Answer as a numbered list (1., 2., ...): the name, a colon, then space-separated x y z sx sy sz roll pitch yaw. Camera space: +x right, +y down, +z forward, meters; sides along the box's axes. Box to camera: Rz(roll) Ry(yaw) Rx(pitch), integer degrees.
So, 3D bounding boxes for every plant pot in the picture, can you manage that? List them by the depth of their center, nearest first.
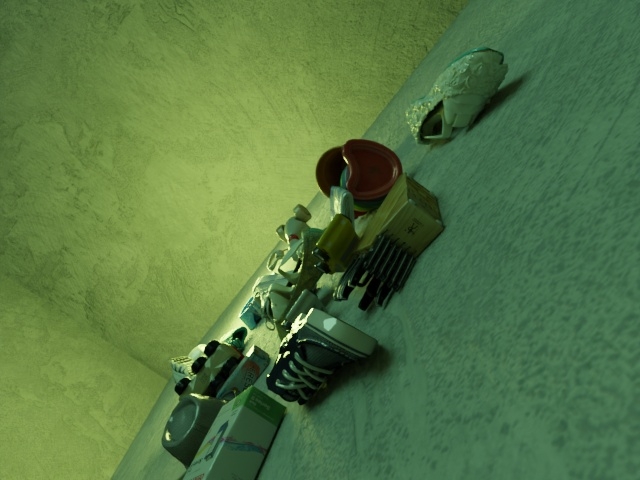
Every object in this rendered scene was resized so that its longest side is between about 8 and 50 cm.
1. plant pot: 0.109 -0.257 1.865 0.205 0.205 0.188 -49 -7 25

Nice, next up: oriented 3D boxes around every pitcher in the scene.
1. pitcher: -0.538 0.581 2.202 0.207 0.126 0.178 -63 29 6

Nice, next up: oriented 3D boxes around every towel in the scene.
1. towel: 0.054 -0.037 1.333 0.285 0.034 0.209 -122 28 -78

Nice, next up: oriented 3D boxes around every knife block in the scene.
1. knife block: 0.126 0.010 0.994 0.242 0.088 0.275 -49 10 24

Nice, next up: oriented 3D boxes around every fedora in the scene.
1. fedora: -0.313 0.471 1.251 0.275 0.124 0.243 -17 42 62

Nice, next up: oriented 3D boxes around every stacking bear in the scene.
1. stacking bear: 0.121 -0.153 1.462 0.289 0.165 0.175 120 146 -72

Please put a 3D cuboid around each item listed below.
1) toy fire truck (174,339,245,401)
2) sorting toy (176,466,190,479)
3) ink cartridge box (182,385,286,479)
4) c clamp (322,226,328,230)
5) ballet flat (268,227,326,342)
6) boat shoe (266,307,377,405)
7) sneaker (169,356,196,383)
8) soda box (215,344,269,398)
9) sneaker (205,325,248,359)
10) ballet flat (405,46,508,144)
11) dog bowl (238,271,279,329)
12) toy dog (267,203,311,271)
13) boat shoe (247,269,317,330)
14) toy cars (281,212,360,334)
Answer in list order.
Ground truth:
1. toy fire truck: -0.317 0.432 1.582 0.217 0.159 0.246 -53 -30 -5
2. sorting toy: -0.350 0.634 1.084 0.307 0.041 0.229 -49 18 26
3. ink cartridge box: -0.173 0.412 0.972 0.154 0.093 0.212 -44 14 44
4. c clamp: 0.000 0.000 1.825 0.137 0.022 0.160 -41 18 6
5. ballet flat: -0.069 0.113 1.290 0.123 0.123 0.348 -72 8 -65
6. boat shoe: -0.010 0.214 0.865 0.158 0.127 0.340 -62 3 -14
7. sneaker: -0.531 0.572 2.068 0.292 0.110 0.118 10 97 51
8. soda box: -0.220 0.389 1.419 0.183 0.058 0.063 -53 8 7
9. sneaker: -0.350 0.415 1.886 0.110 0.107 0.275 -39 14 23
10. ballet flat: 0.328 -0.325 1.230 0.147 0.147 0.409 -55 5 -9
11. dog bowl: -0.231 0.239 2.023 0.297 0.074 0.165 -46 11 34
12. toy dog: -0.074 0.005 2.015 0.220 0.161 0.333 -37 29 36
13. boat shoe: -0.143 0.204 1.572 0.367 0.136 0.156 -19 37 58
14. toy cars: 0.013 0.104 1.104 0.176 0.087 0.393 -41 -22 -54
